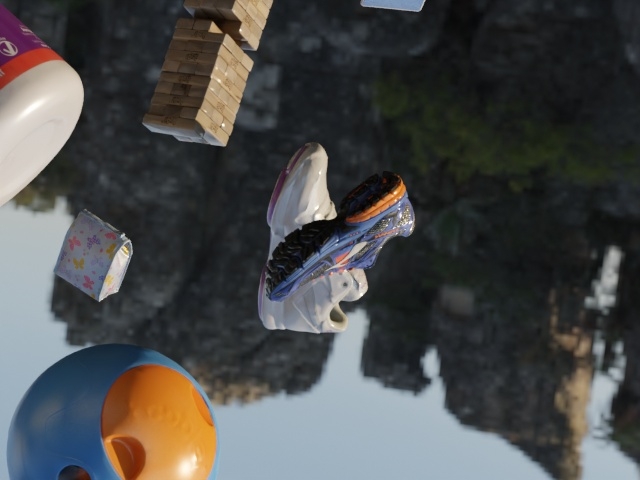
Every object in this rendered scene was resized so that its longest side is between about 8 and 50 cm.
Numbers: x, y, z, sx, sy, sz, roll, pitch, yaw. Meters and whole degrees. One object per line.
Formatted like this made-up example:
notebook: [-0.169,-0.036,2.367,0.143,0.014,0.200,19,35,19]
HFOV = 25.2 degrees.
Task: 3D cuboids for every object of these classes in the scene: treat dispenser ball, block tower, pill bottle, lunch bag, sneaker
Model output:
treat dispenser ball: [-0.280,0.284,1.944,0.288,0.288,0.288,6,-178,0]
block tower: [-0.145,-0.293,2.038,0.091,0.335,0.097,9,162,29]
pill bottle: [-0.388,-0.181,1.324,0.323,0.181,0.181,41,-173,5]
lunch bag: [-0.255,0.015,1.631,0.071,0.083,0.053,30,-152,15]
sneaker: [0.027,0.012,1.771,0.087,0.221,0.083,52,-173,-27]
sneaker: [0.000,0.000,1.981,0.152,0.305,0.114,12,-144,8]

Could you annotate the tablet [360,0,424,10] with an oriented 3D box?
tablet: [0.095,-0.307,1.762,0.083,0.054,0.006,1,-134,-24]
